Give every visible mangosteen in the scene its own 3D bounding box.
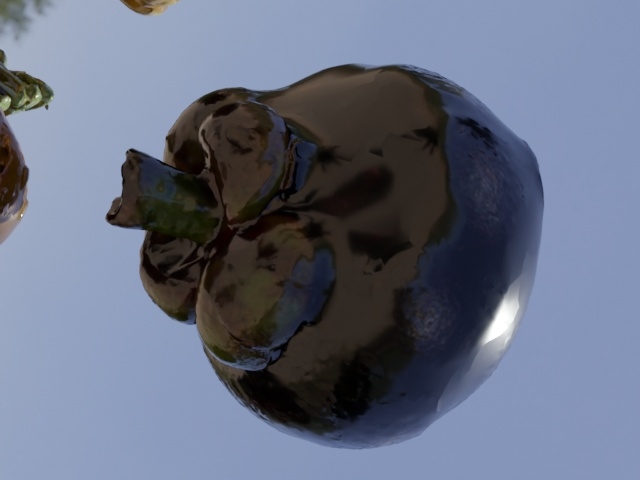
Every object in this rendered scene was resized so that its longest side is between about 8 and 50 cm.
[{"bbox_3d":[0.002,0.002,1.190,0.233,0.287,0.287,98,5,-63],"label":"mangosteen"}]

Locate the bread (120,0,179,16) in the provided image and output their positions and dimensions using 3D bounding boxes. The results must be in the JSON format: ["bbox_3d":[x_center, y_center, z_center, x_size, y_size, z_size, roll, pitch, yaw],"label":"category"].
[{"bbox_3d":[-0.138,-0.247,1.310,0.084,0.119,0.177,-40,155,-22],"label":"bread"}]

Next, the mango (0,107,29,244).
[{"bbox_3d":[-0.312,-0.032,1.187,0.249,0.156,0.151,-20,-134,17],"label":"mango"}]

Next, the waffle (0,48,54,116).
[{"bbox_3d":[-0.327,-0.137,1.392,0.208,0.214,0.054,32,-66,28],"label":"waffle"}]
